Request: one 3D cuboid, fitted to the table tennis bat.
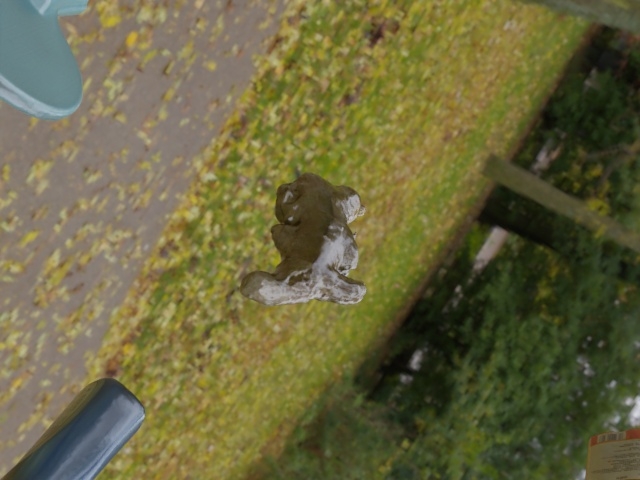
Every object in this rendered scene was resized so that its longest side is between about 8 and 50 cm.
[{"bbox_3d":[-0.199,-0.156,0.620,0.040,0.153,0.244,-32,-164,12],"label":"table tennis bat"}]

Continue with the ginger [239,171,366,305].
[{"bbox_3d":[0.000,-0.001,1.301,0.080,0.166,0.333,-57,-169,31],"label":"ginger"}]

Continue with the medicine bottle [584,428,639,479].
[{"bbox_3d":[0.448,0.391,1.360,0.112,0.149,0.222,-14,-161,25],"label":"medicine bottle"}]

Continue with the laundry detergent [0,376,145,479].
[{"bbox_3d":[-0.227,0.200,0.758,0.096,0.061,0.206,-33,-168,39],"label":"laundry detergent"}]
